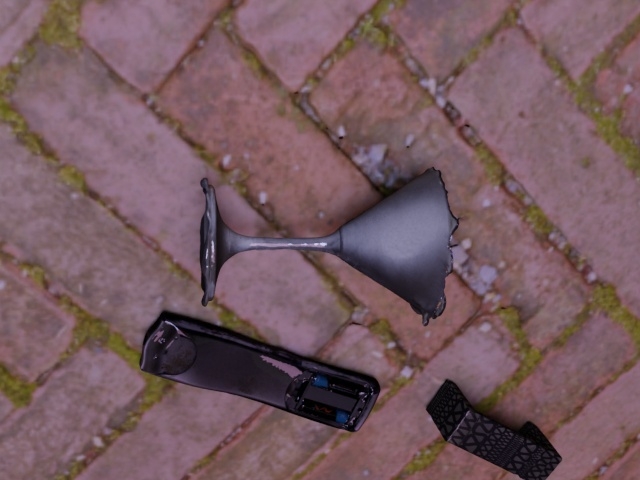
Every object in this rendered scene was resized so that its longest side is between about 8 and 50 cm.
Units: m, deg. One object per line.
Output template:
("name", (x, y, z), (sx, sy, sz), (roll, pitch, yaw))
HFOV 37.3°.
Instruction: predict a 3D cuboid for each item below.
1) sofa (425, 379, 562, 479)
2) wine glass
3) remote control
("sofa", (0.157, 0.175, 0.862), (0.118, 0.060, 0.039), (30, 100, -23))
("wine glass", (0.000, 0.000, 0.713), (0.183, 0.122, 0.122), (2, 116, -10))
("remote control", (-0.048, 0.114, 0.803), (0.212, 0.028, 0.059), (19, 111, -21))
